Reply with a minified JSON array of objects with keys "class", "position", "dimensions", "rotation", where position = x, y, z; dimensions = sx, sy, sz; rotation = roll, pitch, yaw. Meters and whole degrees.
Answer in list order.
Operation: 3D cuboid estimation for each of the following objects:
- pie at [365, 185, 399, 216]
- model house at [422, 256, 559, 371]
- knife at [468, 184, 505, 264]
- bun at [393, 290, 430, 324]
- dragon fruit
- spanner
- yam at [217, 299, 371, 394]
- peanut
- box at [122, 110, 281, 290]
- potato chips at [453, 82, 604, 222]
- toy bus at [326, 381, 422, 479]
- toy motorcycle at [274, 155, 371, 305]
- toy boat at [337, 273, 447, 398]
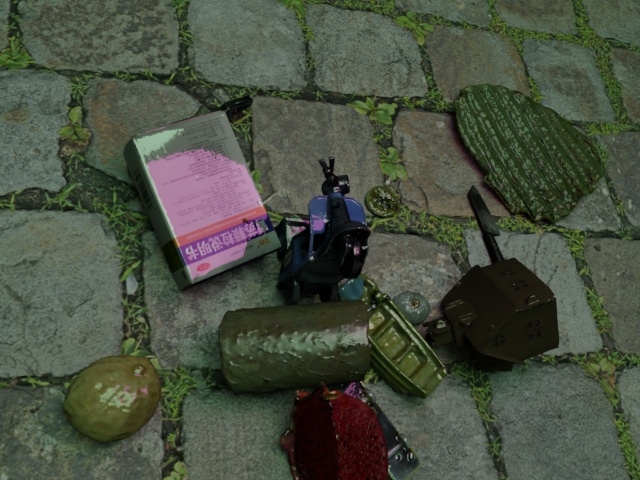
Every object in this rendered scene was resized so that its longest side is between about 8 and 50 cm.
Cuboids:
[{"class":"pie","position":[0.143,-0.089,1.529],"dimensions":[0.083,0.021,0.084],"rotation":[8,61,-15]},{"class":"model house","position":[0.337,0.181,1.372],"dimensions":[0.243,0.205,0.211],"rotation":[-17,25,-4]},{"class":"knife","position":[0.404,-0.038,1.598],"dimensions":[0.059,0.028,0.231],"rotation":[1,60,-33]},{"class":"bun","position":[0.195,0.142,1.412],"dimensions":[0.083,0.045,0.083],"rotation":[9,56,-13]},{"class":"dragon fruit","position":[0.023,0.364,1.169],"dimensions":[0.126,0.161,0.274],"rotation":[-10,95,-41]},{"class":"spanner","position":[-0.273,-0.238,1.414],"dimensions":[0.324,0.096,0.040],"rotation":[-35,77,-30]},{"class":"yam","position":[-0.044,0.193,1.211],"dimensions":[0.267,0.161,0.161],"rotation":[-6,64,-3]},{"class":"peanut","position":[-0.345,0.261,1.118],"dimensions":[0.140,0.109,0.159],"rotation":[43,60,-4]},{"class":"box","position":[-0.232,-0.080,1.295],"dimensions":[0.200,0.106,0.300],"rotation":[-23,91,-28]},{"class":"potato chips","position":[0.535,-0.248,1.726],"dimensions":[0.358,0.070,0.430],"rotation":[-21,72,-25]},{"class":"toy bus","position":[0.089,0.354,1.246],"dimensions":[0.081,0.074,0.226],"rotation":[-32,77,-31]},{"class":"toy motorcycle","position":[0.000,0.000,1.239],"dimensions":[0.125,0.358,0.213],"rotation":[1,72,-21]},{"class":"toy boat","position":[0.132,0.196,1.343],"dimensions":[0.111,0.084,0.276],"rotation":[-37,83,-34]}]
